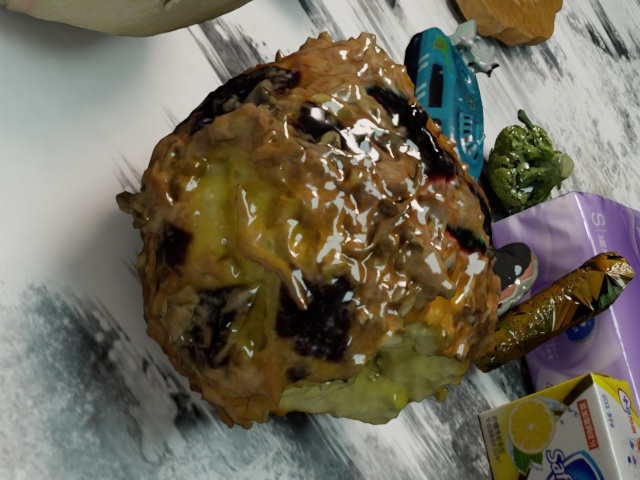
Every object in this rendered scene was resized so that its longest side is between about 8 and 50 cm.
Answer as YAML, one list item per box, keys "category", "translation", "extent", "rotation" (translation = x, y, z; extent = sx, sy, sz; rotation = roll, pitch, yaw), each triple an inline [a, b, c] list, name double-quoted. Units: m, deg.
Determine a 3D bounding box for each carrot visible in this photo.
- category: "carrot"
  translation: [0.275, 0.088, 1.684]
  extent: [0.069, 0.229, 0.069]
  rotation: [59, -9, 15]

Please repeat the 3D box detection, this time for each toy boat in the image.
- category: "toy boat"
  translation: [0.179, -0.164, 1.817]
  extent: [0.134, 0.092, 0.299]
  rotation: [44, 36, -36]

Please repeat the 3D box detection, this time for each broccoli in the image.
- category: "broccoli"
  translation: [0.286, -0.098, 1.901]
  extent: [0.130, 0.120, 0.131]
  rotation: [52, 57, -33]

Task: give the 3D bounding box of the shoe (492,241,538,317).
- category: "shoe"
  translation: [0.148, 0.044, 1.610]
  extent: [0.291, 0.114, 0.137]
  rotation: [-25, 84, -56]

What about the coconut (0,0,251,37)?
- category: "coconut"
  translation: [-0.133, -0.381, 1.231]
  extent: [0.404, 0.404, 0.404]
  rotation: [36, 42, -39]

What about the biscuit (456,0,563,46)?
- category: "biscuit"
  translation: [0.259, -0.474, 2.179]
  extent: [0.385, 0.062, 0.365]
  rotation: [-17, 86, -59]

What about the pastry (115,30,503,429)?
- category: "pastry"
  translation: [0.001, -0.012, 1.241]
  extent: [0.405, 0.292, 0.337]
  rotation: [11, 59, -59]

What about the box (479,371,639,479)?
- category: "box"
  translation: [0.297, 0.300, 1.593]
  extent: [0.097, 0.168, 0.265]
  rotation: [15, 58, -49]

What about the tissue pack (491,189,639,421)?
- category: "tissue pack"
  translation: [0.377, 0.125, 1.839]
  extent: [0.242, 0.160, 0.338]
  rotation: [11, 59, -53]
